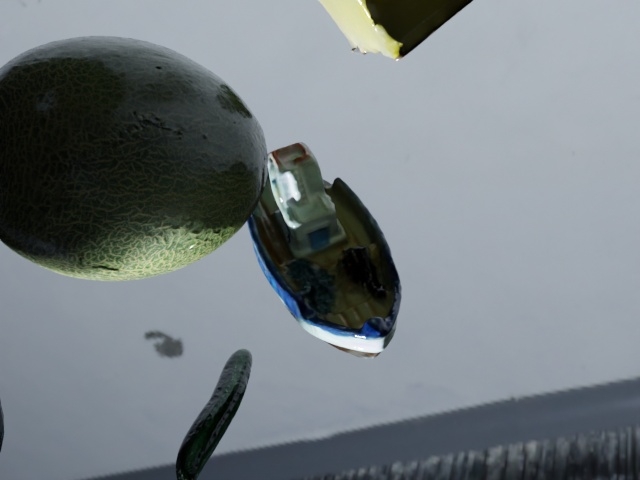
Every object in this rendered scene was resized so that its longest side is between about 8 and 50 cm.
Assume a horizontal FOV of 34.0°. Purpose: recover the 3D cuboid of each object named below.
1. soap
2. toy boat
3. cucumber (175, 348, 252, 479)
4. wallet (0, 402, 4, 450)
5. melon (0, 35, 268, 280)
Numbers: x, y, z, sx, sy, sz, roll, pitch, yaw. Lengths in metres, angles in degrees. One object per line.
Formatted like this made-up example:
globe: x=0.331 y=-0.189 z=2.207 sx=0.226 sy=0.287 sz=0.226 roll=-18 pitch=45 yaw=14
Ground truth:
soap: x=0.109 y=-0.241 z=0.844 sx=0.233 sy=0.135 sz=0.076 roll=-37 pitch=110 yaw=-5
toy boat: x=0.000 y=0.000 z=0.946 sx=0.114 sy=0.262 sz=0.115 roll=-22 pitch=144 yaw=-10
cucumber: x=-0.095 y=0.161 z=0.983 sx=0.033 sy=0.184 sz=0.036 roll=44 pitch=124 yaw=-11
wallet: x=-0.194 y=0.065 z=0.450 sx=0.045 sy=0.172 sz=0.318 roll=-9 pitch=159 yaw=-31
melon: x=-0.119 y=-0.045 z=0.590 sx=0.192 sy=0.139 sz=0.139 roll=1 pitch=144 yaw=-38
